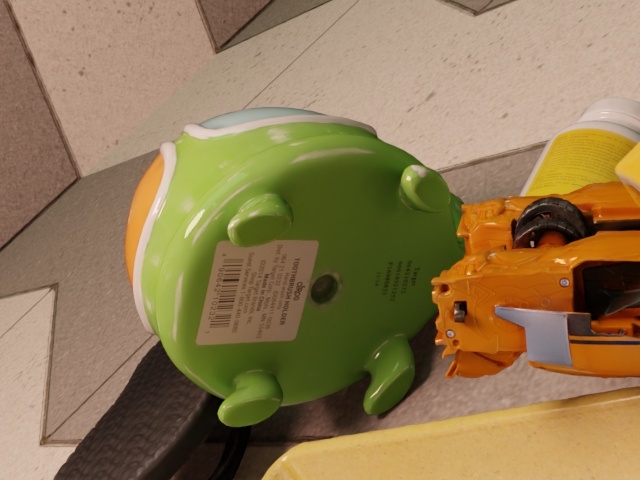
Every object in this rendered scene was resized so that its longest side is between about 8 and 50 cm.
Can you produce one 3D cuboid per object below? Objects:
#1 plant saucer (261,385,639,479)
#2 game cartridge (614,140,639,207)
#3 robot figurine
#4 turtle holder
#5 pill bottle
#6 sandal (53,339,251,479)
[{"bbox_3d":[0.041,0.246,0.625,0.333,0.081,0.332,-19,29,42],"label":"plant saucer"},{"bbox_3d":[0.324,-0.086,0.476,0.324,0.052,0.285,-44,31,0],"label":"game cartridge"},{"bbox_3d":[0.218,0.020,0.643,0.291,0.085,0.211,0,20,15],"label":"robot figurine"},{"bbox_3d":[-0.009,-0.012,0.941,0.320,0.243,0.227,-28,38,-16],"label":"turtle holder"},{"bbox_3d":[0.204,-0.026,0.866,0.103,0.103,0.184,-15,32,46],"label":"pill bottle"},{"bbox_3d":[-0.121,0.168,1.044,0.168,0.107,0.446,-34,9,16],"label":"sandal"}]
